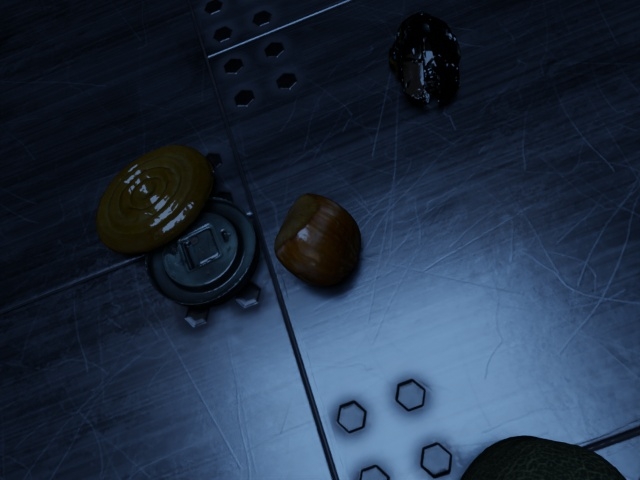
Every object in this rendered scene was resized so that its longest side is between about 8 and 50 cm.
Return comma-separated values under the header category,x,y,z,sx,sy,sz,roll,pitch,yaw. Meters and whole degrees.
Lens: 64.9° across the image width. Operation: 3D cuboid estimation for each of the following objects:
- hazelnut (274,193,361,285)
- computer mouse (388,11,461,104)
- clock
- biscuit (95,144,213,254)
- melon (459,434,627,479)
category,x,y,z,sx,sy,sz,roll,pitch,yaw
hazelnut,0.000,0.000,0.855,0.151,0.150,0.150,-4,67,10
computer mouse,0.208,-0.374,1.003,0.147,0.077,0.241,-9,66,10
clock,-0.218,0.022,0.940,0.215,0.042,0.214,-4,66,10
biscuit,-0.330,-0.089,0.983,0.262,0.037,0.261,-12,53,17
melon,0.257,0.387,0.578,0.238,0.237,0.301,11,72,16
